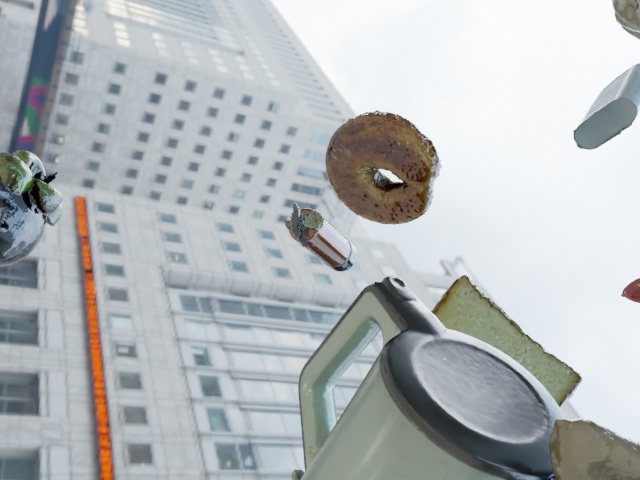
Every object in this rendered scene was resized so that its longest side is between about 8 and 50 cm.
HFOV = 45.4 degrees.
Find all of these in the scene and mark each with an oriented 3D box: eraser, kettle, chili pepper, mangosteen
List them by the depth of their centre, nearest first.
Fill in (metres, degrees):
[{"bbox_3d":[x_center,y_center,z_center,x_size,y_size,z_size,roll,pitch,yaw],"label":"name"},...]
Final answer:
[{"bbox_3d":[0.078,0.273,0.930,0.361,0.250,0.376,57,-49,45],"label":"kettle"},{"bbox_3d":[-0.584,-0.061,1.374,0.243,0.243,0.242,-30,-125,57],"label":"mangosteen"},{"bbox_3d":[0.647,0.091,1.461,0.059,0.050,0.191,54,-30,-6],"label":"chili pepper"},{"bbox_3d":[0.721,-0.327,1.869,0.174,0.081,0.227,-39,-174,46],"label":"eraser"}]

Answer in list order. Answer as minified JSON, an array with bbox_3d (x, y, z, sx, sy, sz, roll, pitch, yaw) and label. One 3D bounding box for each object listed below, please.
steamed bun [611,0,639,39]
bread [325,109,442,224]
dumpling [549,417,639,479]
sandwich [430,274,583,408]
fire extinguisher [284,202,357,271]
[{"bbox_3d":[0.522,-0.313,0.916,0.324,0.310,0.219,129,-51,-81],"label":"steamed bun"},{"bbox_3d":[0.091,-0.108,1.137,0.064,0.193,0.193,-50,180,-45],"label":"bread"},{"bbox_3d":[0.372,0.267,0.711,0.332,0.086,0.166,18,-62,21],"label":"dumpling"},{"bbox_3d":[0.287,0.256,1.404,0.301,0.271,0.099,41,-15,15],"label":"sandwich"},{"bbox_3d":[0.000,0.000,0.465,0.023,0.083,0.028,-22,-115,13],"label":"fire extinguisher"}]
